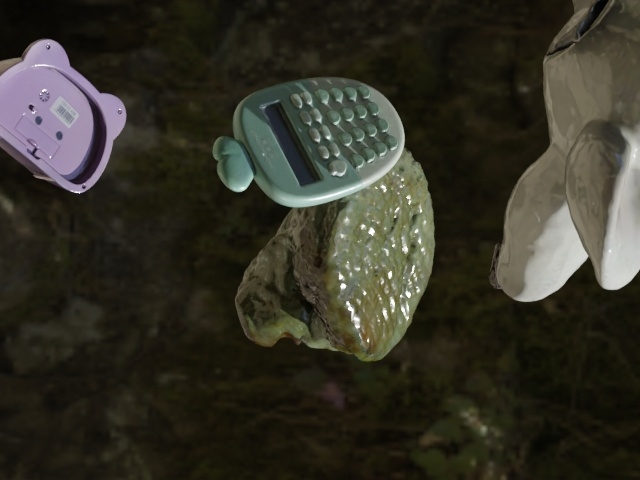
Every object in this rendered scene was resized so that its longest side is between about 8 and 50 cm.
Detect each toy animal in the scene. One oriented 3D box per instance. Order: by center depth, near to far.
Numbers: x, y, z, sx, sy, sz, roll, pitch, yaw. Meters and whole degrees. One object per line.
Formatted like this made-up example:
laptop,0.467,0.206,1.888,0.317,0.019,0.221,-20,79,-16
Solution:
toy animal,0.217,-0.109,0.925,0.325,0.154,0.208,-52,-172,-15

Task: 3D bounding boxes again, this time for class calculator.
calculator,-0.009,-0.070,0.992,0.095,0.153,0.021,62,-27,16

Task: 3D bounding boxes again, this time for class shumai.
shumai,0.000,0.000,1.603,0.222,0.204,0.271,2,101,-57

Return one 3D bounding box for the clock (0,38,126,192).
clock,-0.270,-0.126,1.380,0.153,0.050,0.110,44,72,-39
